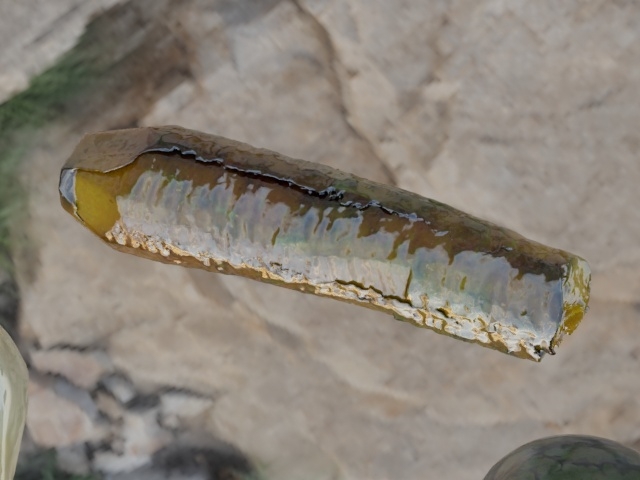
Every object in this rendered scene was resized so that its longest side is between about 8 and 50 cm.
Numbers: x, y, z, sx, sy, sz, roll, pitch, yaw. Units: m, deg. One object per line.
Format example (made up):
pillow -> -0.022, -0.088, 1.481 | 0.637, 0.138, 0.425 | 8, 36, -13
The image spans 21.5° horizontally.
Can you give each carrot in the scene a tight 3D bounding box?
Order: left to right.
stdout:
carrot -> 0.000, 0.000, 0.810 | 0.070, 0.260, 0.070 | 17, 90, -75

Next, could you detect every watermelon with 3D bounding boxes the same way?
watermelon -> 0.233, 0.275, 1.503 | 0.212, 0.212, 0.212 | -17, 131, -20

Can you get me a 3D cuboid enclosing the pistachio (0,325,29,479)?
pistachio -> -0.241, 0.125, 0.954 | 0.117, 0.145, 0.200 | 6, 122, -52
